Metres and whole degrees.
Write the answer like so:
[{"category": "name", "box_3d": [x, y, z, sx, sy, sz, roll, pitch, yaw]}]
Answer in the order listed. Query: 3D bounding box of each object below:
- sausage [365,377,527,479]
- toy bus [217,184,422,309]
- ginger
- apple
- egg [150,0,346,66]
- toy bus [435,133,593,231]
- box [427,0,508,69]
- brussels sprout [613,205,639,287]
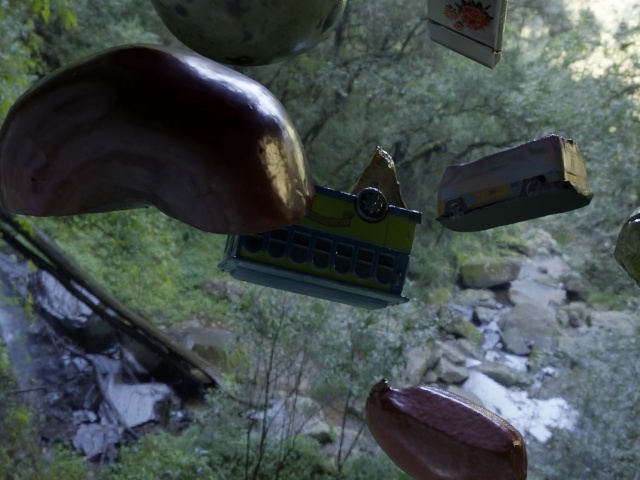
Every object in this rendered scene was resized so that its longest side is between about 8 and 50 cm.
[{"category": "sausage", "box_3d": [0.184, 0.293, 0.859, 0.254, 0.148, 0.148, 20, 23, 39]}, {"category": "toy bus", "box_3d": [0.000, 0.000, 1.003, 0.312, 0.190, 0.152, 14, -14, -16]}, {"category": "ginger", "box_3d": [0.133, -0.068, 1.433, 0.190, 0.354, 0.126, 5, 40, 15]}, {"category": "apple", "box_3d": [-0.182, -0.096, 0.740, 0.329, 0.295, 0.365, 43, 13, -1]}, {"category": "egg", "box_3d": [-0.064, -0.262, 0.583, 0.177, 0.177, 0.228, 22, 20, 37]}, {"category": "toy bus", "box_3d": [0.479, -0.141, 1.519, 0.171, 0.162, 0.386, 17, -23, -40]}, {"category": "box", "box_3d": [0.187, -0.307, 0.759, 0.109, 0.029, 0.198, 34, -10, 21]}, {"category": "brussels sprout", "box_3d": [0.680, 0.021, 1.076, 0.244, 0.244, 0.244, 6, 19, -2]}]
